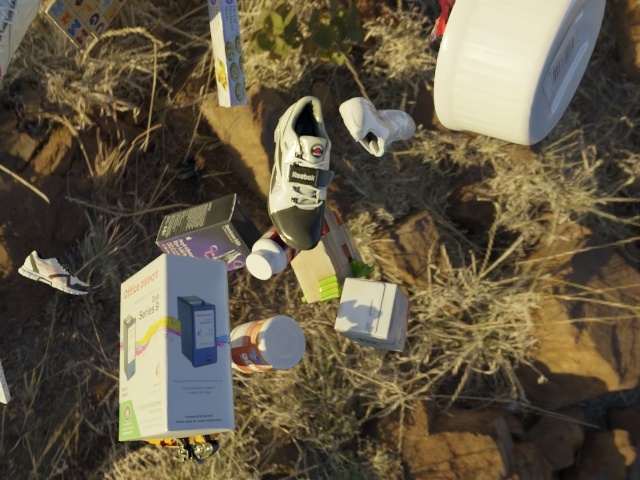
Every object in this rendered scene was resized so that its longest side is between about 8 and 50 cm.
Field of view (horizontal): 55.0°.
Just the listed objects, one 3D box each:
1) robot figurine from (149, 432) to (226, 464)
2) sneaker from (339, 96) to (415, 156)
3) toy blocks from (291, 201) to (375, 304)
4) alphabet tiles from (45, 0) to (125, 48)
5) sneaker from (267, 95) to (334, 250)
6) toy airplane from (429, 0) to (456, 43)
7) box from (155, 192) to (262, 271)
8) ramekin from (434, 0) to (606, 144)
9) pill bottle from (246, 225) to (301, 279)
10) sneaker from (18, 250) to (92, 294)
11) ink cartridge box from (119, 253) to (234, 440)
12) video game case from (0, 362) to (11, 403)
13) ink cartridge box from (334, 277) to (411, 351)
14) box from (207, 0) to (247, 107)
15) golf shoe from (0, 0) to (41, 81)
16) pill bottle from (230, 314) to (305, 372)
[{"bbox_3d":[-0.289,0.335,1.249,0.085,0.291,0.211,-7,88,-49],"label":"robot figurine"},{"bbox_3d":[0.117,-0.204,1.188,0.212,0.080,0.094,3,68,-49],"label":"sneaker"},{"bbox_3d":[0.000,0.000,1.617,0.191,0.381,0.261,-22,93,18],"label":"toy blocks"},{"bbox_3d":[-0.585,-0.656,1.594,0.011,0.342,0.285,33,86,0],"label":"alphabet tiles"},{"bbox_3d":[-0.038,-0.148,1.283,0.122,0.146,0.330,1,74,-20],"label":"sneaker"},{"bbox_3d":[0.221,-0.419,1.093,0.028,0.151,0.151,-9,88,-13],"label":"toy airplane"},{"bbox_3d":[-0.269,-0.004,1.517,0.108,0.207,0.153,-87,154,-48],"label":"box"},{"bbox_3d":[0.291,-0.271,0.879,0.135,0.277,0.277,28,70,27],"label":"ramekin"},{"bbox_3d":[-0.095,0.018,1.360,0.086,0.086,0.152,52,44,-10],"label":"pill bottle"},{"bbox_3d":[-0.396,0.050,0.931,0.109,0.040,0.043,25,81,-12],"label":"sneaker"},{"bbox_3d":[-0.188,0.139,0.783,0.093,0.154,0.212,11,67,-36],"label":"ink cartridge box"},{"bbox_3d":[-0.519,0.192,0.907,0.122,0.087,0.011,13,34,12],"label":"video game case"},{"bbox_3d":[0.127,0.176,1.441,0.127,0.176,0.128,6,72,21],"label":"ink cartridge box"},{"bbox_3d":[-0.273,-0.558,1.804,0.067,0.063,0.324,-18,114,-38],"label":"box"},{"bbox_3d":[-0.521,-0.337,0.981,0.115,0.140,0.306,17,115,-38],"label":"golf shoe"},{"bbox_3d":[-0.141,0.246,1.431,0.121,0.216,0.121,11,70,-34],"label":"pill bottle"}]
